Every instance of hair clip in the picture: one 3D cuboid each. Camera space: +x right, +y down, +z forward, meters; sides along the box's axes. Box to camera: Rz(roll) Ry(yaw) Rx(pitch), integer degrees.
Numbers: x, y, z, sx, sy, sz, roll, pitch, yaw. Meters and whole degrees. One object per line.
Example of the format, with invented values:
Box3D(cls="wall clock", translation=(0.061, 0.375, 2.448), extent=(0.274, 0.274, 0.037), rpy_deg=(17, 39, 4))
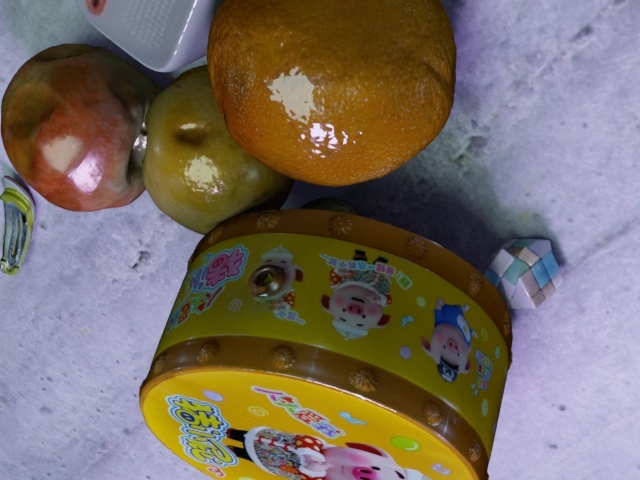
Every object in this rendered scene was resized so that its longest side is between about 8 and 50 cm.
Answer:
Box3D(cls="hair clip", translation=(-0.483, -0.019, 1.685), extent=(0.060, 0.033, 0.188), rpy_deg=(27, 128, 13))

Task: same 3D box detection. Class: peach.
Box3D(cls="peach", translation=(-0.313, -0.151, 1.380), extent=(0.235, 0.214, 0.214), rpy_deg=(31, 132, 27))

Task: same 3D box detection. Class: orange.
Box3D(cls="orange", translation=(0.017, -0.183, 1.108), extent=(0.264, 0.264, 0.264), rpy_deg=(17, 127, 24))

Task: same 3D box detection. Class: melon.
Box3D(cls="melon", translation=(0.000, 0.000, 1.339), extent=(0.098, 0.098, 0.130), rpy_deg=(46, 133, -1))

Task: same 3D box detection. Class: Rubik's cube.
Box3D(cls="Rubik's cube", translation=(0.228, 0.034, 1.227), extent=(0.084, 0.075, 0.073), rpy_deg=(-11, 115, 39))

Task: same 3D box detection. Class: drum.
Box3D(cls="drum", translation=(0.009, 0.161, 1.255), extent=(0.431, 0.214, 0.431), rpy_deg=(13, 149, 8))

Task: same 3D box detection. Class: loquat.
Box3D(cls="loquat", translation=(-0.116, -0.101, 1.282), extent=(0.213, 0.213, 0.213), rpy_deg=(17, 127, 24))

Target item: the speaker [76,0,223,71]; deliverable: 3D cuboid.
Box3D(cls="speaker", translation=(-0.110, -0.377, 1.103), extent=(0.183, 0.184, 0.406), rpy_deg=(36, 132, 7))
